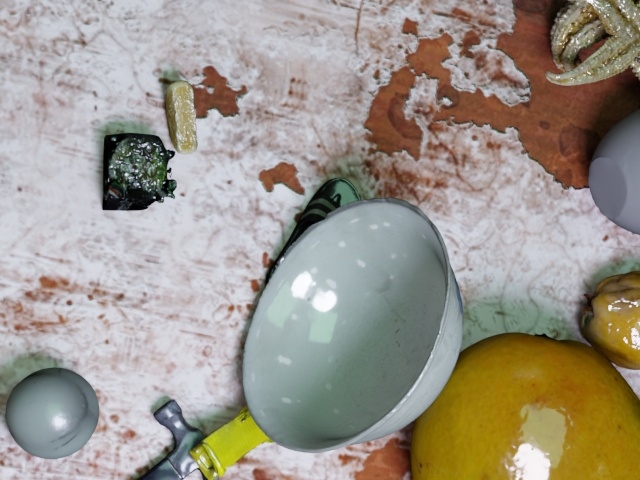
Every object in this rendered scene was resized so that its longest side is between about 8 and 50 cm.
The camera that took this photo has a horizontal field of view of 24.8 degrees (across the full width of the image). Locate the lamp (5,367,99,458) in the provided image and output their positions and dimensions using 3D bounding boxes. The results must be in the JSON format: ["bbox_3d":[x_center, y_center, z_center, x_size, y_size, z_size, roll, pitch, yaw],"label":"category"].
[{"bbox_3d":[-0.300,0.193,1.628,0.105,0.105,0.105,3,81,-19],"label":"lamp"}]

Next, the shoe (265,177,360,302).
[{"bbox_3d":[0.000,0.000,1.790,0.071,0.049,0.179,38,72,-11],"label":"shoe"}]

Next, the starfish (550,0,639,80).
[{"bbox_3d":[0.435,-0.337,1.965,0.303,0.113,0.312,5,89,-16],"label":"starfish"}]

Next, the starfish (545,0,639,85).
[{"bbox_3d":[0.394,-0.290,1.879,0.247,0.050,0.138,-20,97,-16],"label":"starfish"}]

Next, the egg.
[{"bbox_3d":[0.464,-0.094,1.899,0.232,0.176,0.176,-12,86,-30],"label":"egg"}]

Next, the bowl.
[{"bbox_3d":[0.069,0.119,1.681,0.146,0.313,0.313,31,72,-37],"label":"bowl"}]

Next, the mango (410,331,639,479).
[{"bbox_3d":[0.279,0.321,1.744,0.300,0.232,0.446,-22,95,-13],"label":"mango"}]

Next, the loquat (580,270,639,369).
[{"bbox_3d":[0.405,0.103,1.887,0.137,0.113,0.137,-1,104,-6],"label":"loquat"}]

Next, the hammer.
[{"bbox_3d":[-0.239,0.324,1.665,0.290,0.037,0.137,-38,93,-21],"label":"hammer"}]

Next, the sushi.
[{"bbox_3d":[-0.215,-0.082,1.728,0.084,0.056,0.083,0,74,-18],"label":"sushi"}]

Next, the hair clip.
[{"bbox_3d":[-0.076,0.220,1.718,0.173,0.046,0.072,-38,98,-39],"label":"hair clip"}]

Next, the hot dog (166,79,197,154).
[{"bbox_3d":[-0.170,-0.150,1.764,0.030,0.034,0.090,-12,105,-30],"label":"hot dog"}]
